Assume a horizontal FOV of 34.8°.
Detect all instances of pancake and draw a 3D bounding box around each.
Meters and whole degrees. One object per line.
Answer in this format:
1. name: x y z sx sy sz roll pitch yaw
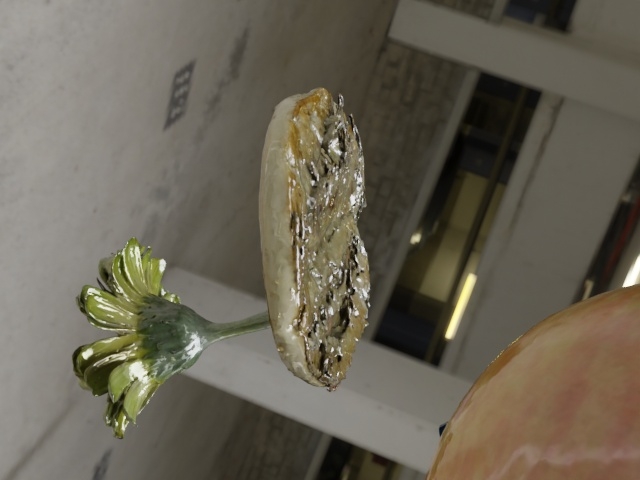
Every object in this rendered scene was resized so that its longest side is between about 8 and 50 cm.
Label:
1. pancake: 0.001 0.000 1.262 0.382 0.071 0.382 2 90 -74

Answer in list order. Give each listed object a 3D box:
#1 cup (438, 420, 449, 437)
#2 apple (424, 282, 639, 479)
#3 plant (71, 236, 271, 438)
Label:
1. cup: 0.171 0.286 1.140 0.113 0.150 0.138 -53 154 4
2. apple: 0.252 0.215 0.638 0.346 0.391 0.391 -43 157 -32
3. plant: -0.243 0.155 1.583 0.261 0.297 0.305 127 -39 -57
